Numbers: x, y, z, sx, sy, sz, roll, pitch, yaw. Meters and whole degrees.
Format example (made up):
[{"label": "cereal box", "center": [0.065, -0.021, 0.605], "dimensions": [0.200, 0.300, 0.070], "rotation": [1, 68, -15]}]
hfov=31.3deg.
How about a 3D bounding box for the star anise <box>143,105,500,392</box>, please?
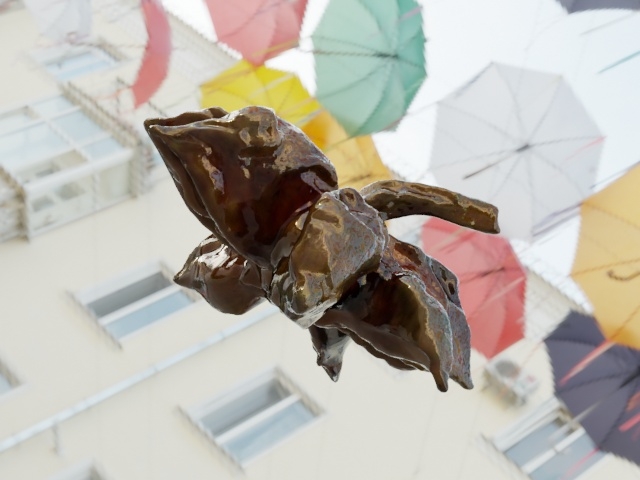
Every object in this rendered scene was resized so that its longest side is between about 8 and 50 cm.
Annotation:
[{"label": "star anise", "center": [-0.006, 0.002, 0.560], "dimensions": [0.196, 0.212, 0.111], "rotation": [15, -100, 32]}]
